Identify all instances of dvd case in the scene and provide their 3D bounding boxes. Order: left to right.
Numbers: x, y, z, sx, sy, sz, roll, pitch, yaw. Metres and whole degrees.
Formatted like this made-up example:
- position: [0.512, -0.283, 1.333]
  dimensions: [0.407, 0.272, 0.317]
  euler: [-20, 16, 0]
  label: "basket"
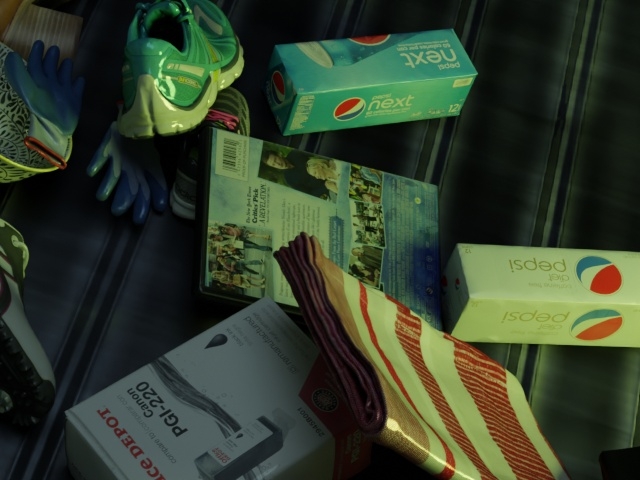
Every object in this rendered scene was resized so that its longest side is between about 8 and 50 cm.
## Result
- position: [0.000, 0.000, 1.725]
  dimensions: [0.253, 0.022, 0.180]
  euler: [14, 59, -22]
  label: "dvd case"

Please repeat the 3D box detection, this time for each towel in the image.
- position: [0.111, 0.137, 1.519]
  dimensions: [0.329, 0.037, 0.237]
  euler: [34, 19, -39]
  label: "towel"

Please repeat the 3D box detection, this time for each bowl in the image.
- position: [-0.322, -0.111, 1.705]
  dimensions: [0.170, 0.080, 0.170]
  euler: [39, 28, -25]
  label: "bowl"

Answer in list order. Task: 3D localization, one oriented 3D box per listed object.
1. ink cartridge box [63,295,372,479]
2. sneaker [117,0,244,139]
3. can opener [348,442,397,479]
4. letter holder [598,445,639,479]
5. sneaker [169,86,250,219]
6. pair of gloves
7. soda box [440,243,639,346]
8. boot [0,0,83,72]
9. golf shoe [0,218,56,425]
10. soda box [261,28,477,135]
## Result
- position: [-0.086, 0.168, 1.537]
  dimensions: [0.218, 0.092, 0.158]
  euler: [-31, 59, -24]
  label: "ink cartridge box"
- position: [-0.138, -0.193, 1.792]
  dimensions: [0.107, 0.110, 0.275]
  euler: [-3, 25, 6]
  label: "sneaker"
- position: [0.063, 0.167, 1.644]
  dimensions: [0.059, 0.073, 0.186]
  euler: [56, 49, -22]
  label: "can opener"
- position: [0.327, 0.295, 1.478]
  dimensions: [0.152, 0.302, 0.214]
  euler: [-8, 95, 4]
  label: "letter holder"
- position: [-0.103, -0.100, 1.787]
  dimensions: [0.063, 0.075, 0.170]
  euler: [19, 48, -2]
  label: "sneaker"
- position: [-0.223, -0.105, 1.737]
  dimensions: [0.198, 0.023, 0.159]
  euler: [34, 33, -29]
  label: "pair of gloves"
- position: [0.228, 0.054, 1.768]
  dimensions: [0.216, 0.074, 0.069]
  euler: [2, 51, -16]
  label: "soda box"
- position: [-0.342, -0.285, 1.848]
  dimensions: [0.220, 0.109, 0.283]
  euler: [14, 61, -12]
  label: "boot"
- position: [-0.294, 0.038, 1.597]
  dimensions: [0.120, 0.105, 0.273]
  euler: [-20, 61, -39]
  label: "golf shoe"
- position: [0.051, -0.166, 1.898]
  dimensions: [0.210, 0.067, 0.071]
  euler: [-8, 55, -24]
  label: "soda box"
